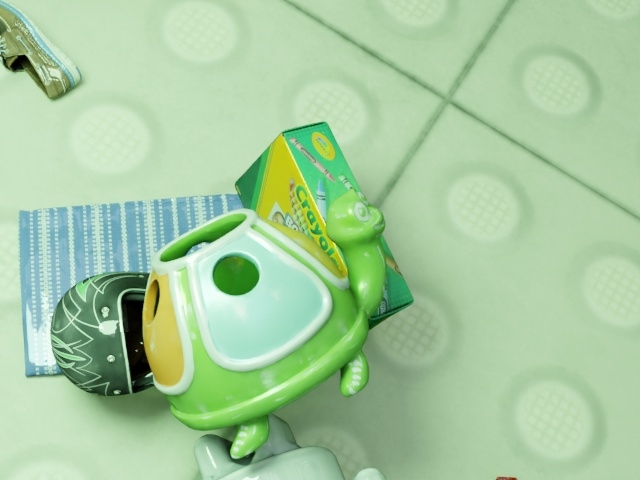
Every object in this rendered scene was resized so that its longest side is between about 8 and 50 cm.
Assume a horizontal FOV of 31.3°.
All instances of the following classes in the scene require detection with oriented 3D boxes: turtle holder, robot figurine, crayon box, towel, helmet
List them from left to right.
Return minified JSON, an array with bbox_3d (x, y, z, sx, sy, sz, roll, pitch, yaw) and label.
[{"bbox_3d":[-0.259,0.118,1.433,0.162,0.169,0.169,-18,70,-39],"label":"helmet"},{"bbox_3d":[-0.242,0.058,1.576,0.336,0.040,0.243,-4,69,-13],"label":"towel"},{"bbox_3d":[-0.058,0.078,1.340,0.320,0.243,0.227,-24,105,7],"label":"turtle holder"},{"bbox_3d":[-0.037,0.387,1.370,0.300,0.200,0.353,-26,71,6],"label":"robot figurine"},{"bbox_3d":[0.000,0.000,1.554,0.081,0.165,0.278,-18,77,-34],"label":"crayon box"}]

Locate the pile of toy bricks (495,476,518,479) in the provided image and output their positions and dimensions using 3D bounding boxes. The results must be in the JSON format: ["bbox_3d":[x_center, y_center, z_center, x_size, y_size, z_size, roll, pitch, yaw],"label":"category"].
[{"bbox_3d":[0.243,0.417,1.488,0.105,0.118,0.212,58,47,-27],"label":"pile of toy bricks"}]

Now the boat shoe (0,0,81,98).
[{"bbox_3d":[-0.437,-0.282,1.667,0.183,0.066,0.066,41,65,8],"label":"boat shoe"}]
